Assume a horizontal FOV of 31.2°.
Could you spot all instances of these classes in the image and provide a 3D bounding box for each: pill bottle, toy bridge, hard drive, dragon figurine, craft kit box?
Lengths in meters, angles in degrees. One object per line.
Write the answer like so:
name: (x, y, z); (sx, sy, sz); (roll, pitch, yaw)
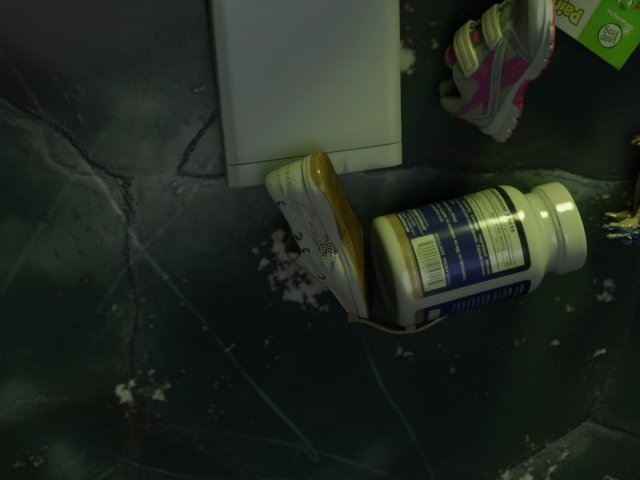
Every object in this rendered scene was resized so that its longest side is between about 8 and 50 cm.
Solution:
pill bottle: (0.210, 0.012, 1.538); (0.264, 0.153, 0.153); (-14, 118, -7)
toy bridge: (0.127, 0.101, 1.634); (0.188, 0.026, 0.063); (-4, 119, -12)
hard drive: (-0.017, -0.246, 1.414); (0.233, 0.047, 0.353); (-8, 117, -10)
dragon figurine: (0.520, -0.089, 1.606); (0.289, 0.085, 0.144); (-20, 119, -4)
craft kit box: (0.354, -0.381, 1.440); (0.250, 0.061, 0.247); (27, 109, -24)

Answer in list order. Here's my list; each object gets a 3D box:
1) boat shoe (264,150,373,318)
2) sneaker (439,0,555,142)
boat shoe: (0.000, 0.000, 1.505); (0.096, 0.098, 0.277); (-11, 131, 14)
sneaker: (0.216, -0.233, 1.422); (0.111, 0.103, 0.252); (13, 132, -6)
